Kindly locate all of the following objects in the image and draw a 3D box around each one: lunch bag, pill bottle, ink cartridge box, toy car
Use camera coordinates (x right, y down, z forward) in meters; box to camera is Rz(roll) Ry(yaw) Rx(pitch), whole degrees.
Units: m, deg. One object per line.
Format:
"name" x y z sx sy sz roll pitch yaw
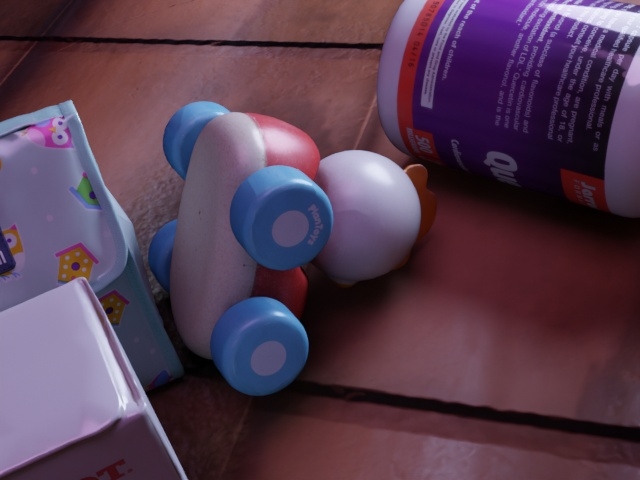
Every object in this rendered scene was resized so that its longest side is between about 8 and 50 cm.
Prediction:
"lunch bag" -0.255 0.031 0.813 0.223 0.262 0.160 -21 43 -10
"pill bottle" 0.223 -0.129 0.918 0.323 0.181 0.181 20 52 31
"ink cartridge box" -0.172 0.190 0.601 0.211 0.289 0.121 -24 44 -12
"toy car" 0.000 0.000 0.876 0.238 0.210 0.219 1 21 -26
